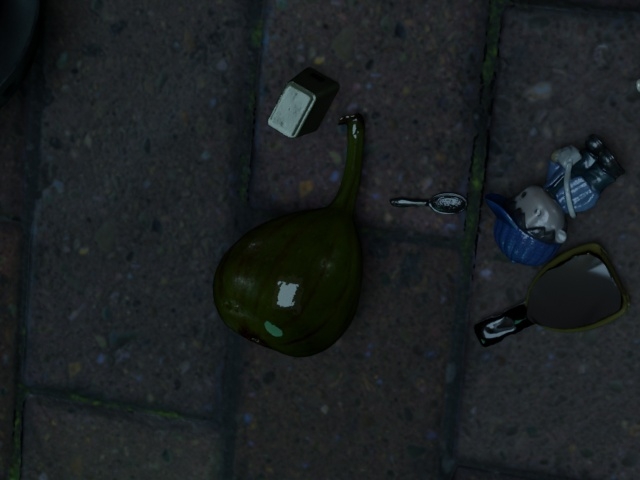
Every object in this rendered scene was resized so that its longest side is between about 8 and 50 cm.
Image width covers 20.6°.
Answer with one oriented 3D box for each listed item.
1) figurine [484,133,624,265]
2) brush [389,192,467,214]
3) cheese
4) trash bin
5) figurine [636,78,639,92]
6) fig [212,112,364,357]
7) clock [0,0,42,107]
[{"bbox_3d":[0.238,-0.042,1.796,0.149,0.087,0.086,-40,53,6],"label":"figurine"},{"bbox_3d":[0.114,-0.040,1.855,0.083,0.008,0.024,2,105,13],"label":"brush"},{"bbox_3d":[0.235,0.069,1.834,0.162,0.036,0.086,-27,97,17],"label":"cheese"},{"bbox_3d":[-0.019,-0.140,1.823,0.043,0.092,0.061,30,107,4],"label":"trash bin"},{"bbox_3d":[0.357,-0.119,1.750,0.083,0.083,0.187,0,111,14],"label":"figurine"},{"bbox_3d":[0.000,0.000,1.855,0.151,0.151,0.259,32,80,6],"label":"fig"},{"bbox_3d":[-0.449,-0.240,1.834,0.319,0.066,0.319,1,67,-3],"label":"clock"}]
